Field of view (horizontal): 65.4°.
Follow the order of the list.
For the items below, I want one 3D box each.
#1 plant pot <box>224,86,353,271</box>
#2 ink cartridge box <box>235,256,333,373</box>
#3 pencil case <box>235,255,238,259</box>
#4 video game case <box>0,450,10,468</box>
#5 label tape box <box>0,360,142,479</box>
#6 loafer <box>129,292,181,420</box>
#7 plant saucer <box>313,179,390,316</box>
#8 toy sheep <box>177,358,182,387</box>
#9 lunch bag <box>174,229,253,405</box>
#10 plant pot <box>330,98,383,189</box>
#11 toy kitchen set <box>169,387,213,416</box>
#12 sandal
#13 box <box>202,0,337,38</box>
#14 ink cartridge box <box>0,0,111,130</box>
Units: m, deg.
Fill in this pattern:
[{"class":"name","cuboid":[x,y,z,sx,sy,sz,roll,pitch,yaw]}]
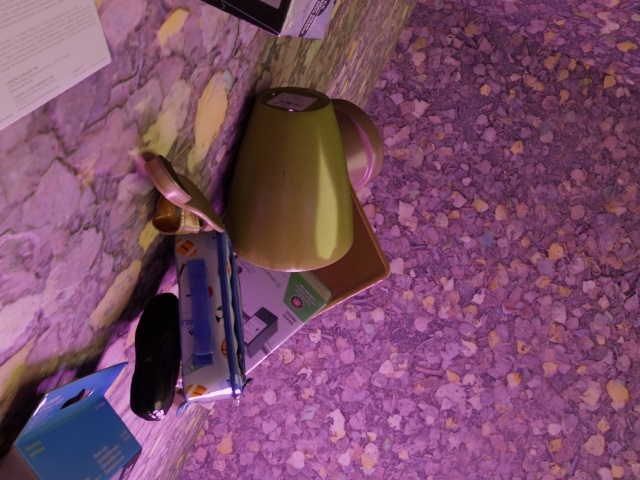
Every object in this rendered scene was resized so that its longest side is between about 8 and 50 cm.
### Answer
[{"class":"plant pot","cuboid":[-0.056,-0.137,0.983,0.274,0.275,0.293,-60,160,-52]},{"class":"ink cartridge box","cuboid":[-0.149,0.149,1.136,0.289,0.211,0.121,-43,180,11]},{"class":"pencil case","cuboid":[-0.175,0.020,1.447,0.236,0.105,0.104,-63,177,-1]},{"class":"video game case","cuboid":[-0.422,0.332,0.683,0.143,0.019,0.157,-65,177,22]},{"class":"label tape box","cuboid":[-0.363,0.365,0.699,0.347,0.115,0.249,-62,178,-4]},{"class":"loafer","cuboid":[-0.280,0.199,0.868,0.078,0.076,0.223,75,11,-57]},{"class":"plant saucer","cuboid":[0.000,0.000,1.229,0.333,0.332,0.081,-33,162,34]},{"class":"toy sheep","cuboid":[-0.350,0.329,1.256,0.091,0.091,0.132,-63,-169,-5]},{"class":"lunch bag","cuboid":[-0.190,0.139,0.878,0.243,0.115,0.303,113,-32,-71]},{"class":"plant pot","cuboid":[0.003,-0.222,1.357,0.229,0.263,0.263,-39,162,-37]},{"class":"toy kitchen set","cuboid":[-0.355,0.413,1.451,0.166,0.122,0.207,-64,177,2]},{"class":"sandal","cuboid":[-0.214,-0.048,0.720,0.079,0.088,0.240,-32,167,-3]},{"class":"box","cuboid":[-0.034,-0.320,0.418,0.247,0.164,0.142,-65,175,26]},{"class":"ink cartridge box","cuboid":[-0.204,-0.158,0.280,0.179,0.045,0.145,87,24,-43]}]
